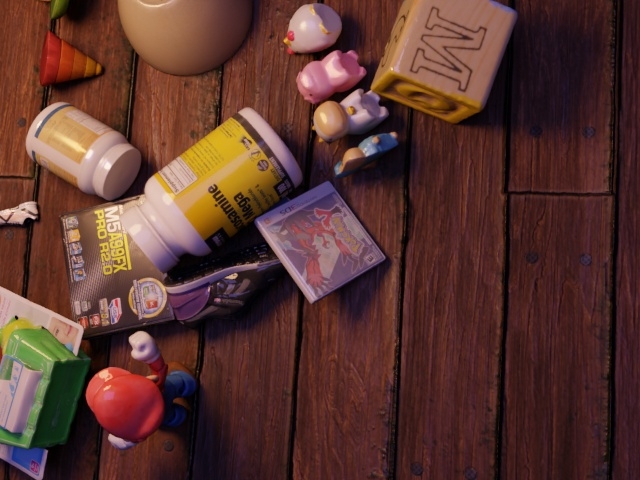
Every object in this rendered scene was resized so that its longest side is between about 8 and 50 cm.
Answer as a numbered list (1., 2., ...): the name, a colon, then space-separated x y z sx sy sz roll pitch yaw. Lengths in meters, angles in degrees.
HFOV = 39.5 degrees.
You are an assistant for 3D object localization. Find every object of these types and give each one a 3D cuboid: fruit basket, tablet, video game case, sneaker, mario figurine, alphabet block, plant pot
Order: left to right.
1. fruit basket: -0.650 0.268 1.796 0.353 0.165 0.326 20 94 22
2. sneaker: -0.655 -0.048 1.907 0.109 0.040 0.043 -19 81 8
3. mario figurine: -0.346 0.281 1.656 0.170 0.320 0.198 -16 79 8
4. plant pot: -0.301 -0.504 1.828 0.284 0.191 0.284 -2 81 11
5. sneaker: -0.160 0.092 1.779 0.283 0.107 0.124 -16 110 -1
6. tablet: -0.098 -0.078 1.821 0.083 0.006 0.054 40 90 13
7. video game case: 0.000 0.000 1.738 0.183 0.023 0.201 -30 76 -26
8. alphabet block: 0.229 -0.354 1.683 0.194 0.192 0.197 21 85 -6

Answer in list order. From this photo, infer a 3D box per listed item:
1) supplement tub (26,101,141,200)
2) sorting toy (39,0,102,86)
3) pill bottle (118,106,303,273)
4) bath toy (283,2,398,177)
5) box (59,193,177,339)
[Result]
1. supplement tub: -0.487 -0.183 1.840 0.200 0.144 0.144 31 89 13
2. sorting toy: -0.512 -0.499 1.904 0.126 0.127 0.365 9 91 -24
3. pill bottle: -0.215 -0.091 1.731 0.334 0.188 0.188 -38 77 -5
4. bath toy: 0.018 -0.305 1.777 0.129 0.151 0.348 -34 74 41
5. box: -0.412 0.054 1.835 0.216 0.060 0.269 -12 80 9
